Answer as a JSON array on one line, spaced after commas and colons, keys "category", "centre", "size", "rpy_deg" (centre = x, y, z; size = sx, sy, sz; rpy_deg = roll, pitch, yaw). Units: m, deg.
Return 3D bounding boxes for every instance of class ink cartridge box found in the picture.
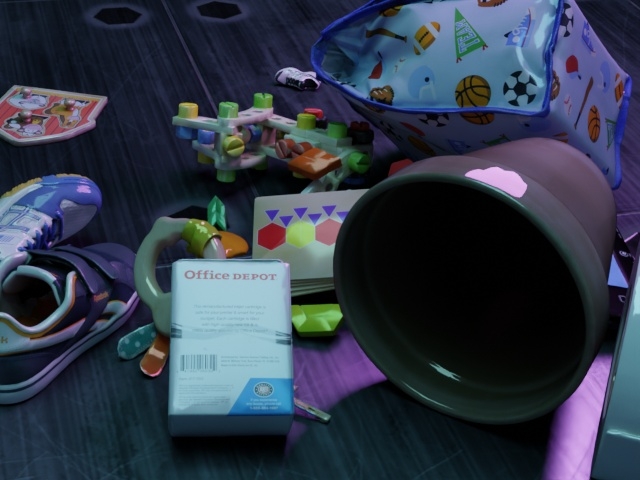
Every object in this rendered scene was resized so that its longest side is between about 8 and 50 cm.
[{"category": "ink cartridge box", "centre": [-0.104, 0.124, 1.393], "size": [0.139, 0.082, 0.191], "rpy_deg": [1, 61, -6]}]

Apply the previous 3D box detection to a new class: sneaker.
[{"category": "sneaker", "centre": [-0.041, -0.288, 2.162], "size": [0.083, 0.032, 0.037], "rpy_deg": [3, 32, -1]}, {"category": "sneaker", "centre": [-0.408, 0.014, 1.601], "size": [0.296, 0.112, 0.131], "rpy_deg": [-27, 51, -26]}, {"category": "sneaker", "centre": [-0.318, 0.064, 1.500], "size": [0.126, 0.127, 0.321], "rpy_deg": [12, 32, 16]}]

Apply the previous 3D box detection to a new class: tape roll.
[{"category": "tape roll", "centre": [0.371, 0.133, 1.315], "size": [0.100, 0.286, 0.286], "rpy_deg": [13, 34, 12]}]

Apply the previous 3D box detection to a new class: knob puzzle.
[{"category": "knob puzzle", "centre": [-0.466, -0.212, 2.001], "size": [0.213, 0.030, 0.213], "rpy_deg": [3, 33, -2]}]

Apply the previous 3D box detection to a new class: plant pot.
[{"category": "plant pot", "centre": [0.219, 0.013, 1.454], "size": [0.323, 0.323, 0.280], "rpy_deg": [20, 35, 23]}]

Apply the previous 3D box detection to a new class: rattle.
[{"category": "rattle", "centre": [-0.173, 0.076, 1.537], "size": [0.130, 0.200, 0.143], "rpy_deg": [7, -7, 5]}]

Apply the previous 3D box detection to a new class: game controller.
[{"category": "game controller", "centre": [0.358, 0.021, 1.690], "size": [0.166, 0.067, 0.319], "rpy_deg": [0, 33, -5]}]

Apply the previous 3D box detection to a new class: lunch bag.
[{"category": "lunch bag", "centre": [0.219, -0.222, 1.762], "size": [0.385, 0.328, 0.239], "rpy_deg": [1, 72, 33]}]

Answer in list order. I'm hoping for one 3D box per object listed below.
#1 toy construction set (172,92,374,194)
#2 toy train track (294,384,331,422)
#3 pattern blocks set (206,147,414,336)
[{"category": "toy construction set", "centre": [-0.048, -0.126, 1.796], "size": [0.215, 0.151, 0.327], "rpy_deg": [-11, 38, -43]}, {"category": "toy train track", "centre": [-0.027, 0.196, 1.425], "size": [0.083, 0.014, 0.048], "rpy_deg": [24, 37, 16]}, {"category": "pattern blocks set", "centre": [0.000, 0.000, 1.613], "size": [0.324, 0.026, 0.285], "rpy_deg": [3, 60, 11]}]
